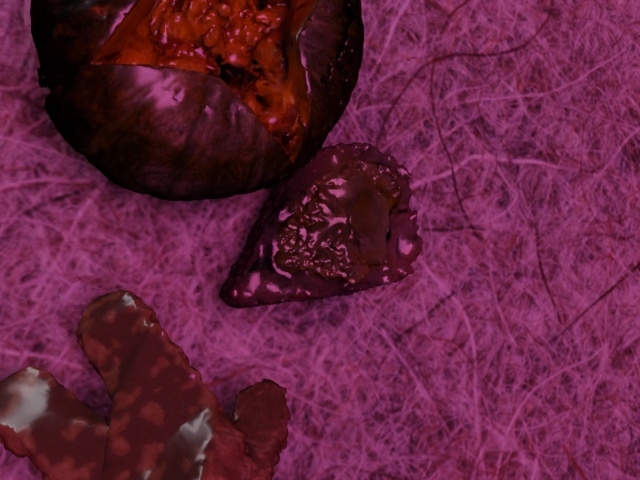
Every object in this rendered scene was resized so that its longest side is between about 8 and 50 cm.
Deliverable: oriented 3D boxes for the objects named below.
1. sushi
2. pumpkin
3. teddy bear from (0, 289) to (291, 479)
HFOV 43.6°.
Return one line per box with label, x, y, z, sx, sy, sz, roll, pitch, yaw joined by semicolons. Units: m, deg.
sushi;-0.002;-0.020;0.844;0.241;0.107;0.161;-8;84;-25
pumpkin;-0.114;-0.185;0.759;0.320;0.192;0.320;4;81;-26
teddy bear;-0.132;0.213;0.743;0.246;0.222;0.296;-43;59;-17
